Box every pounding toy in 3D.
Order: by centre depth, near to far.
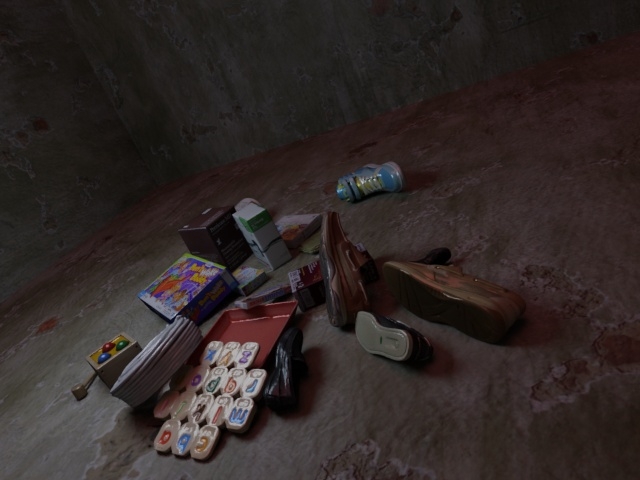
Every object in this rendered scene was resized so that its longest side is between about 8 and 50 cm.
[{"bbox_3d":[-0.639,0.362,1.394,0.206,0.094,0.181,-37,27,-31],"label":"pounding toy"}]

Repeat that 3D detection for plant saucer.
[{"bbox_3d":[-0.202,0.266,1.259,0.259,0.047,0.259,-11,27,26],"label":"plant saucer"}]

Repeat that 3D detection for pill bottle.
[{"bbox_3d":[-0.336,-0.074,2.006,0.131,0.131,0.229,-11,26,27],"label":"pill bottle"}]

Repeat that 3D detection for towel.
[{"bbox_3d":[0.000,0.000,1.670,0.148,0.027,0.110,-34,24,-20],"label":"towel"}]

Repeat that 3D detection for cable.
[{"bbox_3d":[-0.416,0.308,1.224,0.257,0.089,0.257,-47,9,-18],"label":"cable"}]

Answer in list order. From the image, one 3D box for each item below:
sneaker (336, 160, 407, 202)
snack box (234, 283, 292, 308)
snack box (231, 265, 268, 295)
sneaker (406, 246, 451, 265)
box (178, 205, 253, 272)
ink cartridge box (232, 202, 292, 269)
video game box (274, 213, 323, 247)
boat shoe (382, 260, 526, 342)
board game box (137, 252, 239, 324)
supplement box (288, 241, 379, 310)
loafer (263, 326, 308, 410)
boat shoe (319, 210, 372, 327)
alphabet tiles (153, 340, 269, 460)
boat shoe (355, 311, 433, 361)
[{"bbox_3d":[0.182,-0.210,1.839,0.208,0.127,0.319,-27,14,-14],"label":"sneaker"},{"bbox_3d":[-0.161,0.163,1.400,0.178,0.022,0.064,-18,8,-42],"label":"snack box"},{"bbox_3d":[-0.255,0.133,1.604,0.100,0.037,0.141,-39,27,-29],"label":"snack box"},{"bbox_3d":[0.264,0.080,1.230,0.170,0.051,0.089,-24,23,11],"label":"sneaker"},{"bbox_3d":[-0.388,0.000,1.806,0.167,0.203,0.168,-3,31,38],"label":"box"},{"bbox_3d":[-0.202,-0.014,1.661,0.087,0.208,0.153,-35,25,-18],"label":"ink cartridge box"},{"bbox_3d":[-0.118,-0.036,1.831,0.205,0.048,0.187,-1,30,43],"label":"video game box"},{"bbox_3d":[0.282,0.116,1.063,0.110,0.121,0.341,-30,34,-27],"label":"boat shoe"},{"bbox_3d":[-0.456,0.168,1.618,0.233,0.078,0.347,-46,30,-23],"label":"board game box"},{"bbox_3d":[0.034,0.101,1.364,0.240,0.073,0.130,-23,23,-1],"label":"supplement box"},{"bbox_3d":[-0.062,0.282,1.068,0.078,0.076,0.223,-10,31,17],"label":"loafer"},{"bbox_3d":[0.064,0.069,1.243,0.117,0.123,0.324,-4,63,-8],"label":"boat shoe"},{"bbox_3d":[-0.251,0.352,1.084,0.284,0.021,0.277,-6,43,31],"label":"alphabet tiles"},{"bbox_3d":[0.150,0.210,1.045,0.079,0.083,0.233,6,2,-27],"label":"boat shoe"}]
